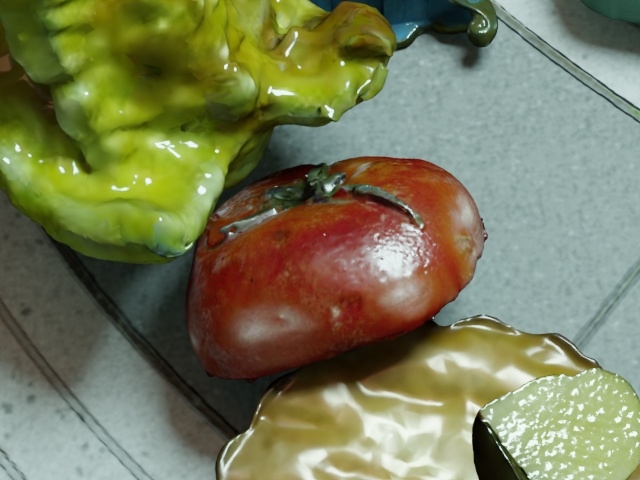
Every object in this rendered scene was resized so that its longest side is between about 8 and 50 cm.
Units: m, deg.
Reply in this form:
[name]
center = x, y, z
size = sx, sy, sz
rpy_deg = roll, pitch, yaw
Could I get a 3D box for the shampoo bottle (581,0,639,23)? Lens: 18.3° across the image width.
[shampoo bottle]
center = 0.354, -0.216, 1.502
size = 0.349, 0.151, 0.222
rpy_deg = 12, 66, 12

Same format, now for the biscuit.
[biscuit]
center = 0.084, 0.206, 1.332
size = 0.325, 0.107, 0.326
rpy_deg = 0, 64, 1

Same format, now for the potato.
[potato]
center = 0.157, 0.136, 1.277
size = 0.103, 0.066, 0.096
rpy_deg = -23, 77, -17

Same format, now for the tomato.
[tomato]
center = -0.003, -0.002, 1.391
size = 0.228, 0.101, 0.228
rpy_deg = -22, 20, 9

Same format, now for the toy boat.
[toy boat]
center = 0.044, -0.176, 1.547
size = 0.185, 0.075, 0.077
rpy_deg = -5, 60, -2

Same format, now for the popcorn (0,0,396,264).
[popcorn]
center = -0.144, -0.122, 1.400
size = 0.321, 0.290, 0.326
rpy_deg = 7, 67, -37
